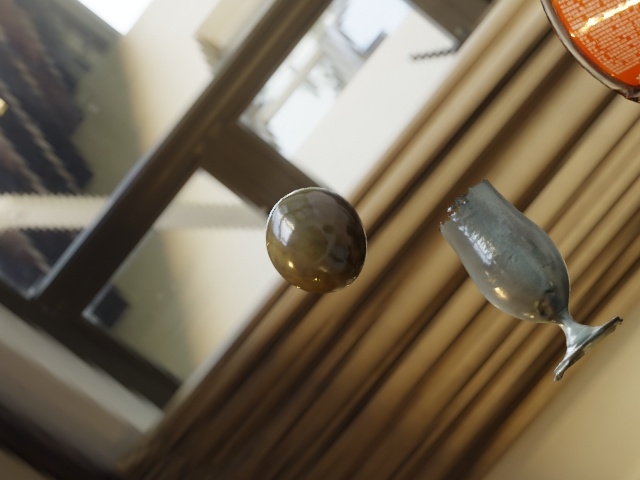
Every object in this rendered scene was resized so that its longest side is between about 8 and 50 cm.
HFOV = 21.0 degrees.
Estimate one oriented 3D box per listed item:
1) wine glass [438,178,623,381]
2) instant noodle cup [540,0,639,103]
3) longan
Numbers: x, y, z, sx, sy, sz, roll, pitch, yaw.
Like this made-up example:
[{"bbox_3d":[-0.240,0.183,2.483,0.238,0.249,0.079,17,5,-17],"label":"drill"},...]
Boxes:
[{"bbox_3d":[0.224,0.041,1.904,0.222,0.103,0.103,50,-167,14],"label":"wine glass"},{"bbox_3d":[0.283,-0.222,1.254,0.213,0.213,0.174,35,152,-23],"label":"instant noodle cup"},{"bbox_3d":[0.000,0.000,1.692,0.106,0.106,0.119,43,-161,19],"label":"longan"}]
